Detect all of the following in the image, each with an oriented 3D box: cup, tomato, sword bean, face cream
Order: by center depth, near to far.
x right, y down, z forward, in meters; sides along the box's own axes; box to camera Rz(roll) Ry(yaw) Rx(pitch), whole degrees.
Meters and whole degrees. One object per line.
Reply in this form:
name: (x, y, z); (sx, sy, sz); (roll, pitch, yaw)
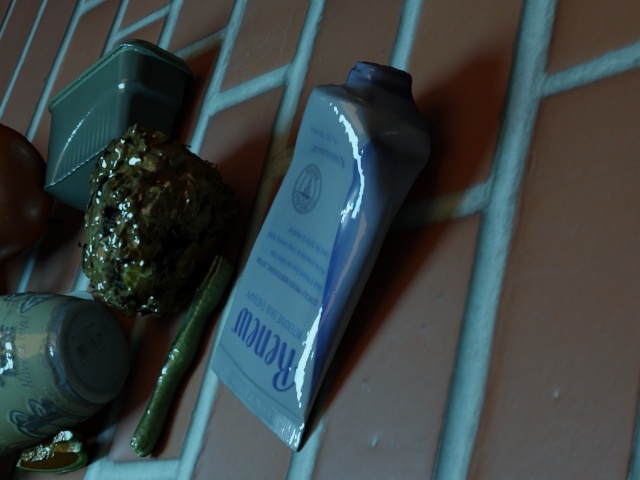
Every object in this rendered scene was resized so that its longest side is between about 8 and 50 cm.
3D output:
face cream: (0.000, 0.000, 1.336); (0.235, 0.137, 0.420); (32, 102, 55)
sword bean: (-0.175, 0.145, 1.493); (0.269, 0.038, 0.043); (-67, 9, -12)
cup: (-0.378, 0.157, 1.636); (0.257, 0.227, 0.301); (-13, 22, 28)
tomato: (-0.560, -0.073, 1.909); (0.255, 0.256, 0.224); (-52, -3, 11)

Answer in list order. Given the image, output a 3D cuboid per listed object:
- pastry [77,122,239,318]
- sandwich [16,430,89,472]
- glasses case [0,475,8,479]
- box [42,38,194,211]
pastry: (-0.210, -0.021, 1.557); (0.275, 0.193, 0.274); (-173, 90, -70)
sandwich: (-0.352, 0.285, 1.582); (0.135, 0.067, 0.029); (-21, 52, 37)
glasses case: (-0.507, 0.417, 1.680); (0.102, 0.070, 0.193); (19, 80, 58)
box: (-0.321, -0.173, 1.859); (0.274, 0.138, 0.178); (-27, 51, 42)
